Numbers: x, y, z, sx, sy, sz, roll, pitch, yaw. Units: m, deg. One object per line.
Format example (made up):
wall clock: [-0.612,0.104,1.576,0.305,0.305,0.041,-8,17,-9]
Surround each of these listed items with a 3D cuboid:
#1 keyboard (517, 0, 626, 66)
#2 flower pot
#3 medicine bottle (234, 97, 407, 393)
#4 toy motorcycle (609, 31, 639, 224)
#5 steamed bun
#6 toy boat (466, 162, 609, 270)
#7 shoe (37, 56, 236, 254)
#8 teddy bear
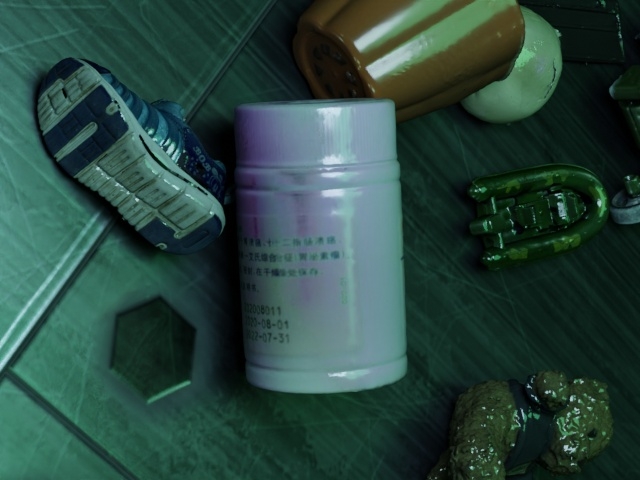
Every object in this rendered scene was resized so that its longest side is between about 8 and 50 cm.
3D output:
keyboard: [0.259,-0.245,1.659,0.250,0.017,0.087,0,83,-38]
flower pot: [0.074,-0.202,1.427,0.173,0.190,0.190,-33,104,-21]
medicine bottle: [0.000,0.000,1.322,0.152,0.152,0.254,-7,99,-37]
toy motorcycle: [0.420,-0.148,1.693,0.275,0.127,0.205,-43,116,-36]
steamed bun: [0.201,-0.188,1.547,0.112,0.091,0.130,25,89,-34]
toy boat: [0.238,-0.030,1.592,0.210,0.052,0.104,-11,88,-37]
shoe: [-0.159,-0.083,1.290,0.207,0.091,0.106,44,34,-18]
teddy bear: [0.193,0.201,1.488,0.251,0.182,0.129,-14,56,-36]
